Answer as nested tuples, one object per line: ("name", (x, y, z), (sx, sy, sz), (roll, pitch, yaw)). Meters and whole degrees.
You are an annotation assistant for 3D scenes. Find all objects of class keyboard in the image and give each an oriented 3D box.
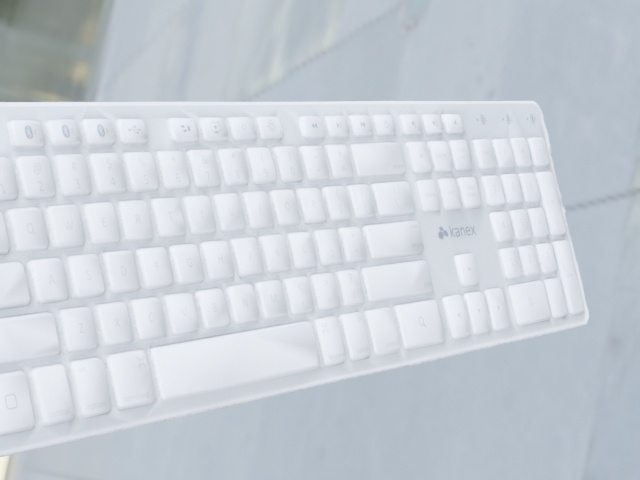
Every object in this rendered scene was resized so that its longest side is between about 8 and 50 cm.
("keyboard", (0.000, 0.000, 0.443), (0.014, 0.256, 0.072), (-23, 80, 35))
